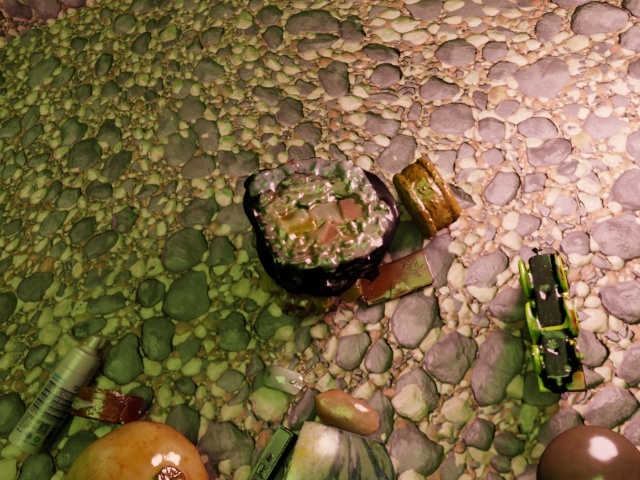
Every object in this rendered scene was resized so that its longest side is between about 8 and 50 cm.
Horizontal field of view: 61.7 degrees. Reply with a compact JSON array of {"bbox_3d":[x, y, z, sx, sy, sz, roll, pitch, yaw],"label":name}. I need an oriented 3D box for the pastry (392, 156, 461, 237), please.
[{"bbox_3d":[0.247,-0.099,1.259,0.103,0.189,0.189,-32,59,5],"label":"pastry"}]

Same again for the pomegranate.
[{"bbox_3d":[-0.379,0.527,1.094,0.307,0.307,0.308,-7,62,14],"label":"pomegranate"}]

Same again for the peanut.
[{"bbox_3d":[0.054,0.367,1.145,0.152,0.076,0.076,19,71,19],"label":"peanut"}]

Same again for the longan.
[{"bbox_3d":[0.471,0.434,0.912,0.196,0.197,0.220,-20,58,7],"label":"longan"}]

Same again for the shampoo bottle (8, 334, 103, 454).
[{"bbox_3d":[-0.650,0.376,1.350,0.092,0.092,0.303,21,72,25],"label":"shampoo bottle"}]

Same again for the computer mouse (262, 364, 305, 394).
[{"bbox_3d":[-0.088,0.320,1.237,0.110,0.032,0.056,11,69,22],"label":"computer mouse"}]

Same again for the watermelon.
[{"bbox_3d":[0.016,0.494,1.074,0.261,0.201,0.213,23,65,-20],"label":"watermelon"}]

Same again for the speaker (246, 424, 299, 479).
[{"bbox_3d":[-0.118,0.494,1.151,0.040,0.046,0.191,25,74,27],"label":"speaker"}]

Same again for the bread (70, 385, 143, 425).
[{"bbox_3d":[-0.501,0.392,1.262,0.160,0.160,0.073,1,69,18],"label":"bread"}]

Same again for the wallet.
[{"bbox_3d":[0.177,0.090,1.275,0.176,0.026,0.095,-20,62,7],"label":"wallet"}]

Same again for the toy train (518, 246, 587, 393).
[{"bbox_3d":[0.463,0.164,1.074,0.100,0.160,0.297,-10,59,23],"label":"toy train"}]

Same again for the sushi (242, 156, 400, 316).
[{"bbox_3d":[0.000,0.000,1.242,0.328,0.285,0.328,-23,56,-13],"label":"sushi"}]
